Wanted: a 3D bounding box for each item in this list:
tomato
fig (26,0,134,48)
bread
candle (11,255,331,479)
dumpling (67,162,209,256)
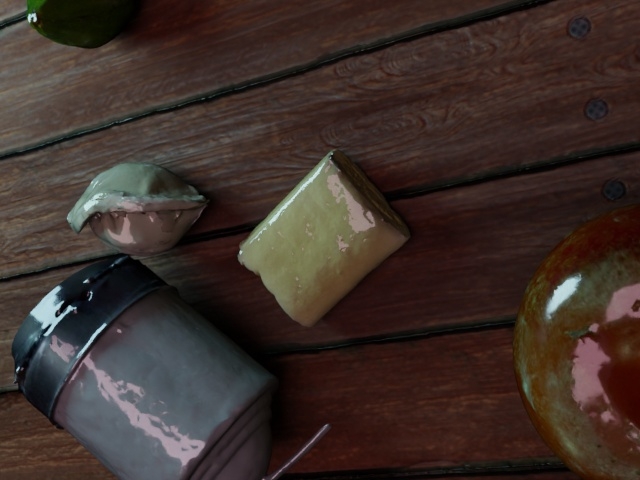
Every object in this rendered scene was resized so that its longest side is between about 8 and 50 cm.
[{"bbox_3d":[0.311,0.095,0.811,0.270,0.222,0.270,2,98,14],"label":"tomato"},{"bbox_3d":[-0.295,-0.284,1.051,0.123,0.156,0.123,8,111,22],"label":"fig"},{"bbox_3d":[0.000,0.000,1.027,0.139,0.060,0.178,48,116,8],"label":"bread"},{"bbox_3d":[-0.185,0.192,1.071,0.342,0.221,0.221,40,115,12],"label":"candle"},{"bbox_3d":[-0.233,-0.036,1.091,0.199,0.136,0.118,-10,94,42],"label":"dumpling"}]
